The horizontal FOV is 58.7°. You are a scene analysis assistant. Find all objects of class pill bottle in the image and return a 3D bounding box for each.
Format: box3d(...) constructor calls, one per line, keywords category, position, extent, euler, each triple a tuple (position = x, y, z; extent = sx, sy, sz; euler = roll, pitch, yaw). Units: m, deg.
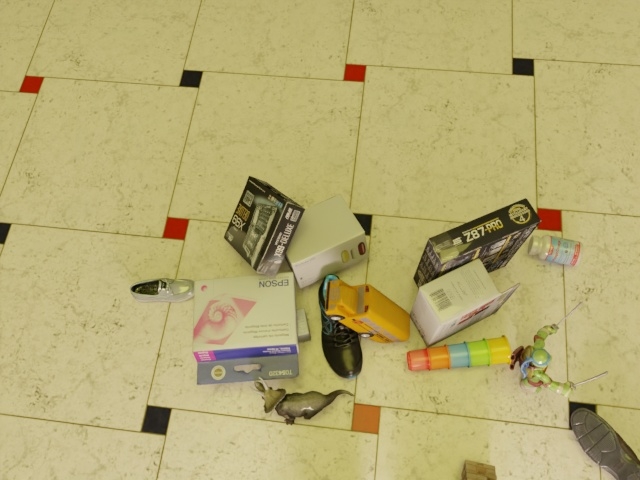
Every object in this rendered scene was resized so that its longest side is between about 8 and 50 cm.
box3d(category="pill bottle", position=(0.789, 0.030, 1.916), extent=(0.160, 0.087, 0.087), euler=(12, 69, 8))

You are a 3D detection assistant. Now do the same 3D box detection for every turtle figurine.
box3d(category="turtle figurine", position=(0.693, 0.362, 1.688), extent=(0.275, 0.266, 0.197), euler=(-32, 70, -9))

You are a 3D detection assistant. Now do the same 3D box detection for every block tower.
box3d(category="block tower", position=(0.439, 0.755, 1.536), extent=(0.097, 0.091, 0.335), euler=(9, 24, 8))

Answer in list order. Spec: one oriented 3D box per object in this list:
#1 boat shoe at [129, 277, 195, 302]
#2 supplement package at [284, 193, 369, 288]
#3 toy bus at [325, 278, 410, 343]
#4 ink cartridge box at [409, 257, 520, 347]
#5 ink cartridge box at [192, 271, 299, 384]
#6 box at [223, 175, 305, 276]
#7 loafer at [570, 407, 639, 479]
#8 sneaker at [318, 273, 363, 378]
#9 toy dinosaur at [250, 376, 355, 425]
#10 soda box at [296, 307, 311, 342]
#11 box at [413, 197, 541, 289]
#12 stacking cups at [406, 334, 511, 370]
box3d(category="boat shoe", position=(-0.536, 0.167, 1.936), extent=(0.228, 0.081, 0.079), euler=(-6, 68, 1))
box3d(category="supplement package", position=(0.000, 0.000, 1.914), extent=(0.262, 0.145, 0.204), euler=(-24, 51, -6))
box3d(category="toy bus", position=(0.146, 0.221, 1.748), extent=(0.130, 0.333, 0.108), euler=(-11, 59, 32))
box3d(category="ink cartridge box", position=(0.433, 0.186, 1.753), extent=(0.272, 0.309, 0.130), euler=(-25, 68, -8))
box3d(category="ink cartridge box", position=(-0.234, 0.271, 1.781), extent=(0.324, 0.071, 0.330), euler=(-5, 65, 1))
box3d(category="box", position=(-0.193, -0.054, 1.875), extent=(0.307, 0.077, 0.242), euler=(38, 106, 53))
box3d(category="loafer", position=(0.863, 0.627, 1.680), extent=(0.109, 0.095, 0.302), euler=(-46, 65, 17))
box3d(category="sneaker", position=(0.053, 0.272, 1.830), extent=(0.125, 0.139, 0.340), euler=(-13, 69, -4))
box3d(category="toy dinosaur", position=(-0.053, 0.500, 1.729), extent=(0.314, 0.160, 0.121), euler=(5, 70, 4))
box3d(category="soda box", position=(-0.179, 0.302, 1.853), extent=(0.286, 0.098, 0.091), euler=(-12, 66, -2))
box3d(category="box", position=(0.468, 0.041, 1.765), extent=(0.318, 0.395, 0.097), euler=(-24, 70, -5))
box3d(category="stacking cups", position=(0.434, 0.369, 1.795), extent=(0.316, 0.096, 0.096), euler=(-9, 67, 1))
